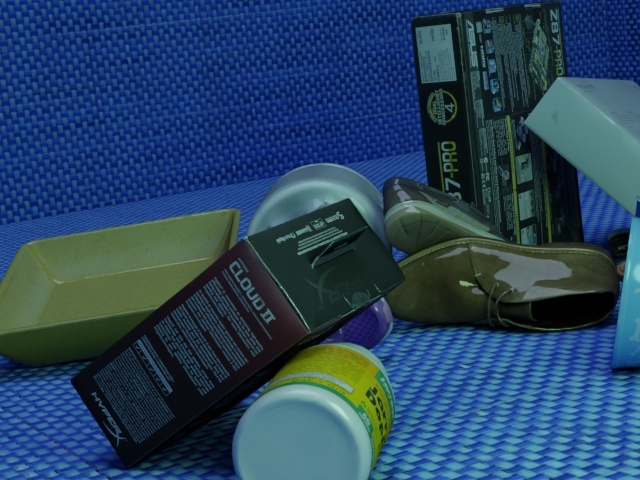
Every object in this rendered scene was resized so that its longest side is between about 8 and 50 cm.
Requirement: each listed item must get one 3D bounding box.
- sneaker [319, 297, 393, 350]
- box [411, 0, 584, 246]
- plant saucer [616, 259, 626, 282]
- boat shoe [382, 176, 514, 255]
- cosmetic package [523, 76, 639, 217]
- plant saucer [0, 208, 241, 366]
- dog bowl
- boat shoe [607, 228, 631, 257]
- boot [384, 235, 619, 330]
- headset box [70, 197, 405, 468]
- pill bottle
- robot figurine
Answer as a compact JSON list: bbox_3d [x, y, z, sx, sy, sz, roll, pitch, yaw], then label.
[{"bbox_3d":[-0.032,0.112,1.601,0.236,0.095,0.104,-8,15,22],"label":"sneaker"},{"bbox_3d":[0.276,-0.157,2.042,0.097,0.395,0.318,0,12,40],"label":"box"},{"bbox_3d":[0.491,0.046,1.775,0.200,0.037,0.200,-7,9,1],"label":"plant saucer"},{"bbox_3d":[0.185,-0.009,1.796,0.285,0.092,0.103,23,-45,-40],"label":"boat shoe"},{"bbox_3d":[0.498,-0.126,2.037,0.284,0.097,0.377,45,24,18],"label":"cosmetic package"},{"bbox_3d":[-0.271,0.070,1.844,0.333,0.081,0.333,-9,21,3],"label":"plant saucer"},{"bbox_3d":[0.373,0.048,1.499,0.074,0.166,0.297,8,13,14],"label":"dog bowl"},{"bbox_3d":[0.495,0.003,2.027,0.125,0.038,0.046,-2,-33,-7],"label":"boat shoe"},{"bbox_3d":[0.219,0.063,1.683,0.305,0.112,0.115,-5,23,8],"label":"boot"},{"bbox_3d":[-0.067,0.080,1.326,0.293,0.110,0.218,-38,-7,29],"label":"headset box"},{"bbox_3d":[0.003,0.158,1.189,0.117,0.117,0.208,-4,9,12],"label":"pill bottle"},{"bbox_3d":[0.000,0.000,1.887,0.300,0.200,0.353,-22,8,7],"label":"robot figurine"}]
